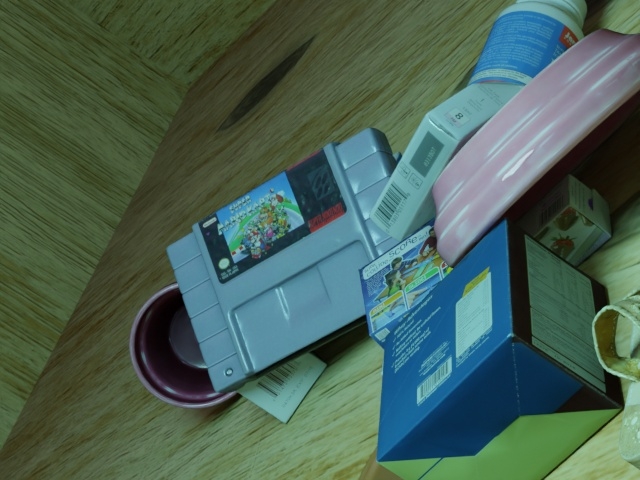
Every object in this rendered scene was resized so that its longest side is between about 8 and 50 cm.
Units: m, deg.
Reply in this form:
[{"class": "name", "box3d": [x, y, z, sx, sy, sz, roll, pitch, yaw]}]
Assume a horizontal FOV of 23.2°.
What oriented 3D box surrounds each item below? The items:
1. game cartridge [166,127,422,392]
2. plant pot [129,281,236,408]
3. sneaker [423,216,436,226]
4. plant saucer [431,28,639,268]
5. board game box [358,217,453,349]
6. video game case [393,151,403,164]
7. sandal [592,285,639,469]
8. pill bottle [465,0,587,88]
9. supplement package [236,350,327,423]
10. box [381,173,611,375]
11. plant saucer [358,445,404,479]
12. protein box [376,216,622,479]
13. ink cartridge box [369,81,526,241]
[{"class": "game cartridge", "box3d": [-0.032, 0.027, 2.052, 0.355, 0.230, 0.068, -30, -15, 25]}, {"class": "plant pot", "box3d": [-0.190, 0.155, 2.457, 0.201, 0.201, 0.180, -55, 0, 2]}, {"class": "sneaker", "box3d": [0.161, -0.070, 2.060, 0.229, 0.087, 0.092, -49, 8, 0]}, {"class": "plant saucer", "box3d": [0.236, -0.109, 1.657, 0.332, 0.084, 0.332, -41, -8, -7]}, {"class": "board game box", "box3d": [0.140, 0.030, 1.864, 0.201, 0.035, 0.136, -34, 31, 18]}, {"class": "video game case", "box3d": [0.000, 0.000, 2.211, 0.244, 0.061, 0.269, -27, 18, 26]}, {"class": "sandal", "box3d": [0.278, 0.090, 1.380, 0.088, 0.079, 0.240, -42, 20, 39]}, {"class": "pill bottle", "box3d": [0.263, -0.223, 1.972, 0.124, 0.124, 0.221, -32, 29, 55]}, {"class": "supplement package", "box3d": [-0.078, 0.170, 2.218, 0.105, 0.105, 0.179, -55, 17, 1]}, {"class": "box", "box3d": [0.191, 0.057, 1.733, 0.324, 0.063, 0.067, -46, 18, 32]}, {"class": "plant saucer", "box3d": [0.093, 0.253, 1.678, 0.200, 0.037, 0.200, -49, 17, 20]}, {"class": "protein box", "box3d": [0.169, 0.127, 1.521, 0.200, 0.136, 0.201, -47, 18, 28]}, {"class": "ink cartridge box", "box3d": [0.174, -0.115, 1.800, 0.232, 0.066, 0.189, -39, -16, -39]}]
